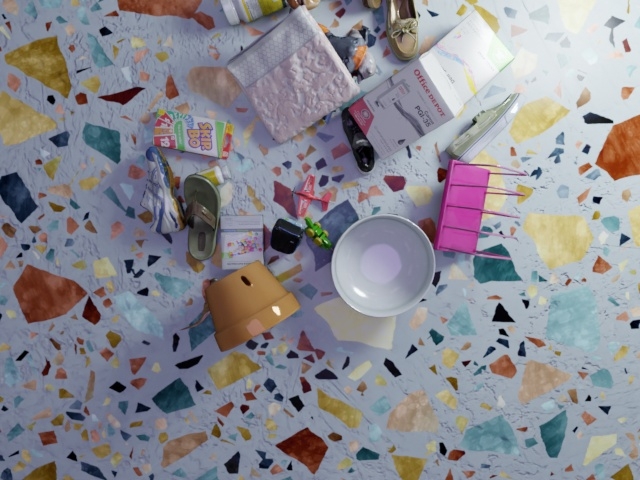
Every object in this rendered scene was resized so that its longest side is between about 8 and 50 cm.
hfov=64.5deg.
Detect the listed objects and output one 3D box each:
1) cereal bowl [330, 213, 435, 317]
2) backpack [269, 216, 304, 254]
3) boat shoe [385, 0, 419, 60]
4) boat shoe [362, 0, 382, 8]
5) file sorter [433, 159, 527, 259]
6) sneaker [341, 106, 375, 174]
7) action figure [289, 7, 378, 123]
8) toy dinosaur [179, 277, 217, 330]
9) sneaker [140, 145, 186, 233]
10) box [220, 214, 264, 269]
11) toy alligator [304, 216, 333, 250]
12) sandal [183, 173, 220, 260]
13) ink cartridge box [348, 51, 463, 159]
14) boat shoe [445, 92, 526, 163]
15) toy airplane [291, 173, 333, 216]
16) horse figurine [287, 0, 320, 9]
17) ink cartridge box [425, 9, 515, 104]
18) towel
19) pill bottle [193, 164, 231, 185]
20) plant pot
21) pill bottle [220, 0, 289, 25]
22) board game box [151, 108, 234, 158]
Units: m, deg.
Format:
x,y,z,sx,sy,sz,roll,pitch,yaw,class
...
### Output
x,y,z,sx,sy,sz,roll,pitch,yaw,class
0.200,0.078,1.685,0.340,0.141,0.338,0,94,0,cereal bowl
-0.112,-0.015,1.705,0.105,0.084,0.114,23,135,1,backpack
0.262,-0.735,1.650,0.105,0.089,0.284,-12,94,1,boat shoe
0.124,-0.918,1.640,0.123,0.123,0.341,-4,100,31,boat shoe
0.515,-0.092,1.605,0.202,0.182,0.290,6,95,-37,file sorter
0.130,-0.334,1.673,0.078,0.106,0.234,-18,94,1,sneaker
0.018,-0.567,1.628,0.331,0.178,0.340,17,91,10,action figure
-0.384,0.236,1.755,0.113,0.064,0.211,21,85,16,toy dinosaur
-0.552,-0.163,1.694,0.131,0.112,0.296,-15,93,2,sneaker
-0.267,0.006,1.739,0.145,0.038,0.186,0,95,1,box
0.000,0.000,1.731,0.189,0.056,0.051,49,138,-9,toy alligator
-0.396,-0.070,1.685,0.120,0.086,0.302,1,107,2,sandal
0.263,-0.415,1.577,0.283,0.117,0.207,-28,103,38,ink cartridge box
0.542,-0.377,1.665,0.094,0.109,0.302,43,96,0,boat shoe
-0.025,-0.148,1.728,0.151,0.028,0.151,0,96,1,toy airplane
-0.028,-0.811,1.612,0.263,0.066,0.174,-50,126,-20,horse figurine
0.415,-0.531,1.638,0.353,0.119,0.207,-43,95,1,ink cartridge box
-0.093,-0.511,1.600,0.332,0.053,0.316,-27,110,28,towel
-0.364,-0.214,1.710,0.117,0.065,0.065,-19,94,3,pill bottle
-0.239,0.197,1.630,0.291,0.291,0.203,-30,90,3,plant pot
-0.215,-0.782,1.640,0.209,0.119,0.119,-21,94,2,pill bottle
-0.432,-0.359,1.718,0.260,0.039,0.124,11,95,-3,board game box
